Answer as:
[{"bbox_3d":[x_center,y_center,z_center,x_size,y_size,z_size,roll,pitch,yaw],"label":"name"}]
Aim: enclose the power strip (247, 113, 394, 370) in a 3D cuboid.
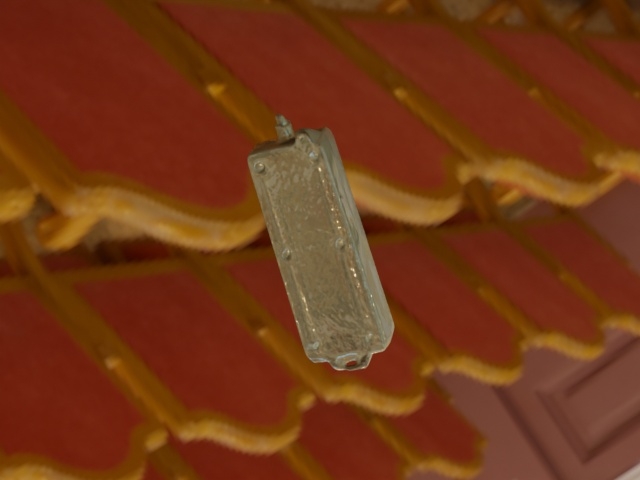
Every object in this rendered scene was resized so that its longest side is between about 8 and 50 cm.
[{"bbox_3d":[0.000,0.000,0.475,0.027,0.083,0.017,-11,-163,18],"label":"power strip"}]
